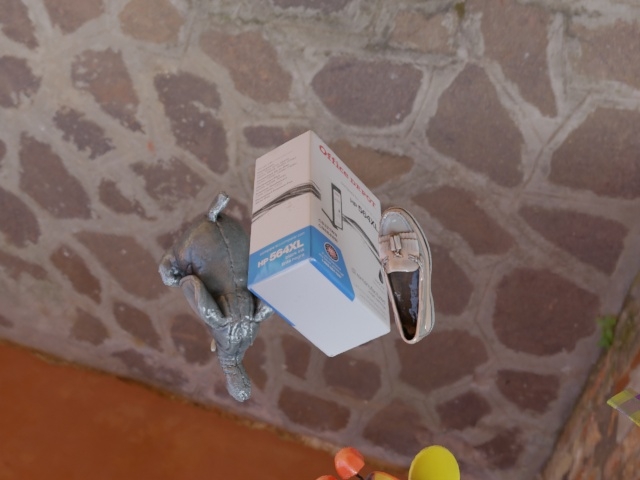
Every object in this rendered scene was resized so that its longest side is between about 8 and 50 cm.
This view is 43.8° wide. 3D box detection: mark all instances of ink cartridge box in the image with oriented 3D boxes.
[{"bbox_3d":[0.000,0.000,0.880,0.086,0.203,0.148,-27,131,25],"label":"ink cartridge box"}]

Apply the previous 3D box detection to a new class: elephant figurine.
[{"bbox_3d":[-0.136,0.089,1.212,0.169,0.239,0.186,-33,146,9],"label":"elephant figurine"}]

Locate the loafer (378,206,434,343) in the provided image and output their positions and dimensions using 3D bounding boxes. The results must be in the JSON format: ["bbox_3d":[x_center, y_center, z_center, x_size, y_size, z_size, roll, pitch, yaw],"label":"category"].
[{"bbox_3d":[0.078,0.032,0.722,0.045,0.039,0.125,-9,100,22],"label":"loafer"}]

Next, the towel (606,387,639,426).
[{"bbox_3d":[0.496,0.264,1.239,0.083,0.060,0.009,38,139,47],"label":"towel"}]

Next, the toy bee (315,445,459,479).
[{"bbox_3d":[0.059,0.221,0.592,0.162,0.195,0.298,44,130,3],"label":"toy bee"}]
